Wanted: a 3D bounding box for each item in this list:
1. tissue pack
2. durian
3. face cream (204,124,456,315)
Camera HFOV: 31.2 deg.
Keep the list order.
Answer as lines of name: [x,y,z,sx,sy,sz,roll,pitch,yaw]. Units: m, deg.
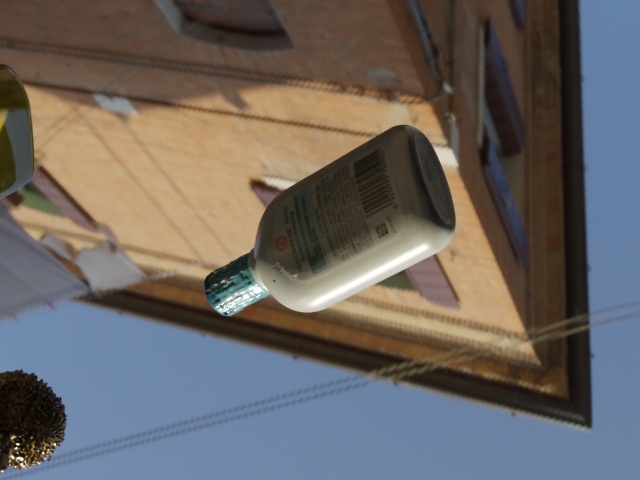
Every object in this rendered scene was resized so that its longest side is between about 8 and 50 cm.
tissue pack: [-0.314,-0.099,0.894,0.127,0.123,0.178,-23,-135,-29]
durian: [-0.235,0.144,0.883,0.080,0.080,0.091,-18,-140,11]
face cream: [0.000,0.000,1.370,0.337,0.080,0.163,-29,-118,29]
